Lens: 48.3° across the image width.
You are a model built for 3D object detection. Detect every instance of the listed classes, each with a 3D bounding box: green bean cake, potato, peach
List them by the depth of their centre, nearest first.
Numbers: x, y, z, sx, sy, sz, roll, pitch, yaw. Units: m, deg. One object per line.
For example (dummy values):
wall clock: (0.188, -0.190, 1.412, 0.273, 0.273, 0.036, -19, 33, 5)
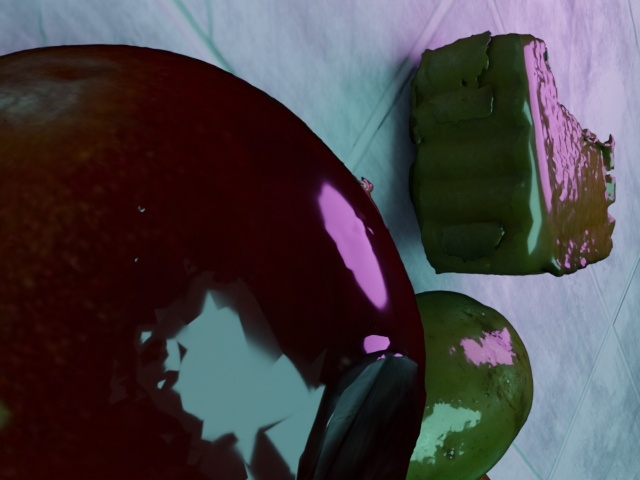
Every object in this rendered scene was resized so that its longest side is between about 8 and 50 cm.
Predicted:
peach: (-0.091, 0.076, 0.464, 0.335, 0.310, 0.406, -41, 129, -31)
potato: (0.110, 0.170, 0.796, 0.304, 0.216, 0.215, -12, 109, -43)
green bean cake: (0.230, -0.101, 0.893, 0.310, 0.202, 0.285, -2, 90, -50)

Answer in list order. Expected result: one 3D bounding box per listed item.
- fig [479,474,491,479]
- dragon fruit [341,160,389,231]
fig: (0.194, 0.384, 0.997, 0.148, 0.202, 0.149, -63, 176, 4)
dragon fruit: (0.000, 0.000, 0.680, 0.133, 0.166, 0.136, -42, 159, 31)
